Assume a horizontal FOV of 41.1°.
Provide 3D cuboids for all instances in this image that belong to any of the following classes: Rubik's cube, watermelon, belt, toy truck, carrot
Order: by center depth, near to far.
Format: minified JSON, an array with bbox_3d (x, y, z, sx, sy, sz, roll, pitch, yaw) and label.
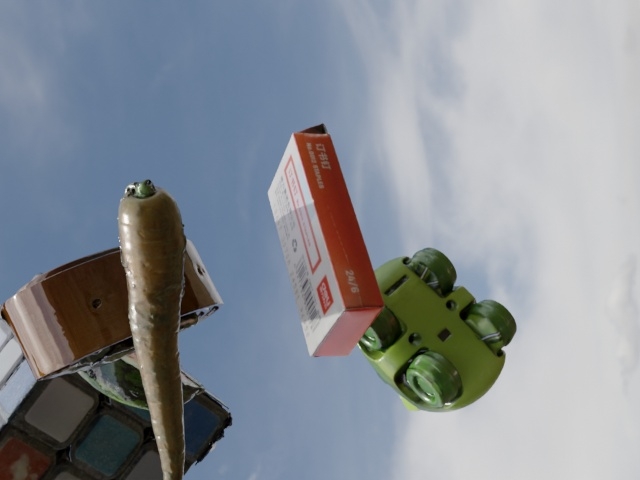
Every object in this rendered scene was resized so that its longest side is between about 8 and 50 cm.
[{"bbox_3d":[-0.119,0.078,0.638,0.049,0.049,0.254,-28,-59,-57],"label":"carrot"},{"bbox_3d":[-0.219,0.072,0.926,0.261,0.184,0.105,-18,-99,-62],"label":"belt"},{"bbox_3d":[0.111,0.116,1.034,0.148,0.210,0.187,-39,-88,-24],"label":"toy truck"},{"bbox_3d":[-0.281,0.162,1.213,0.063,0.245,0.119,-60,-8,23],"label":"watermelon"},{"bbox_3d":[-0.442,0.307,1.563,0.359,0.363,0.362,41,-100,-34],"label":"Rubik's cube"}]

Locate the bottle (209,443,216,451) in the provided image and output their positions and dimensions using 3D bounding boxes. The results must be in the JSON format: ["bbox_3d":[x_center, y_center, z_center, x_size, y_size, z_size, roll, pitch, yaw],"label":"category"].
[{"bbox_3d":[-0.258,0.425,1.795,0.140,0.053,0.053,55,-137,-77],"label":"bottle"}]

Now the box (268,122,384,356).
[{"bbox_3d":[-0.001,0.000,0.924,0.123,0.050,0.229,119,141,-53],"label":"box"}]
